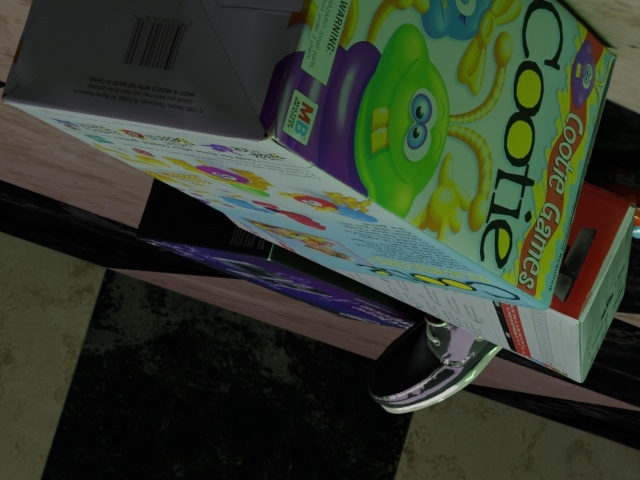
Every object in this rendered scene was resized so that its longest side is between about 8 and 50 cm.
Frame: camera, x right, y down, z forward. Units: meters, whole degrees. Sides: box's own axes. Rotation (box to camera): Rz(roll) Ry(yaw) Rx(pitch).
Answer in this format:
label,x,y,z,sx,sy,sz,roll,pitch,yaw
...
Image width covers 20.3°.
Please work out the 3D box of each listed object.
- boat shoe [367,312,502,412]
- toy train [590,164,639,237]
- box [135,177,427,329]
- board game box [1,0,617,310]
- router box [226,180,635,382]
label,x,y,z,sx,sy,sz,roll,pitch,yaw
boat shoe,0.118,0.060,1.481,0.079,0.084,0.233,29,125,-36
toy train,0.251,-0.014,1.161,0.166,0.046,0.125,21,173,-14
box,0.000,0.000,1.574,0.261,0.103,0.184,23,173,-41
board game box,0.010,-0.077,0.835,0.144,0.142,0.275,11,170,33
router box,0.059,-0.016,1.228,0.301,0.082,0.335,24,174,12
